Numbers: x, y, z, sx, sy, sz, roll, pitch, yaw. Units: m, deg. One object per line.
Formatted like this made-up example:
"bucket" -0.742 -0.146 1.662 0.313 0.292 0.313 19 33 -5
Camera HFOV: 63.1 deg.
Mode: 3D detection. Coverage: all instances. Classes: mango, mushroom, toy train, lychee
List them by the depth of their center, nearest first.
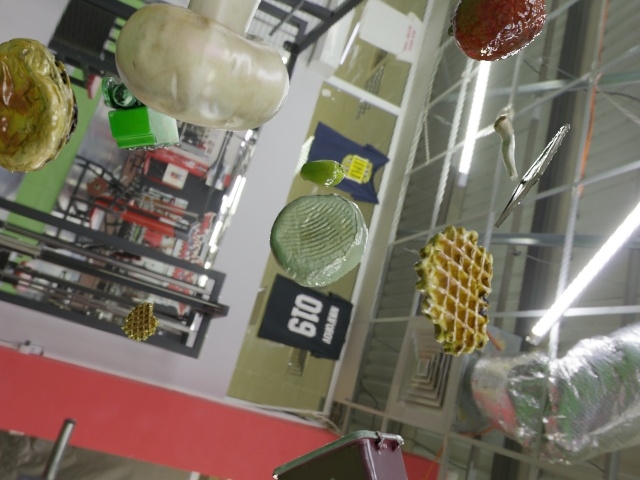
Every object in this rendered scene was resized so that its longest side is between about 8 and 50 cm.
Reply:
"mushroom" -0.221 -0.368 1.061 0.353 0.353 0.325 126 -27 -43
"toy train" -0.452 -0.324 1.326 0.243 0.133 0.188 -77 160 -79
"lychee" 0.490 -0.635 1.487 0.300 0.255 0.255 24 -85 34
"mushroom" 0.564 -0.277 1.573 0.059 0.054 0.202 -19 98 -66
"mango" -0.001 -0.211 1.649 0.165 0.091 0.074 0 -149 36

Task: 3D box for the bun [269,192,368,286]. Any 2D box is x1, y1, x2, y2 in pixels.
"bun" 0.000 0.000 1.045 0.118 0.195 0.195 63 37 -62

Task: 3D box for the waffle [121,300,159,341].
"waffle" -0.365 0.166 1.063 0.078 0.016 0.085 -43 -127 -12

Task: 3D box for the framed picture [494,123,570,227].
"framed picture" 0.524 -0.154 1.301 0.184 0.016 0.250 -52 168 -24

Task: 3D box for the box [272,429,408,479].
"box" 0.055 0.552 1.151 0.294 0.193 0.167 -34 -128 25

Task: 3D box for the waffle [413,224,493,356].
"waffle" 0.309 0.109 1.165 0.065 0.309 0.283 -20 -89 48

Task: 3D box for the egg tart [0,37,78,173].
"egg tart" -0.521 -0.237 0.935 0.106 0.241 0.241 -7 123 -66
